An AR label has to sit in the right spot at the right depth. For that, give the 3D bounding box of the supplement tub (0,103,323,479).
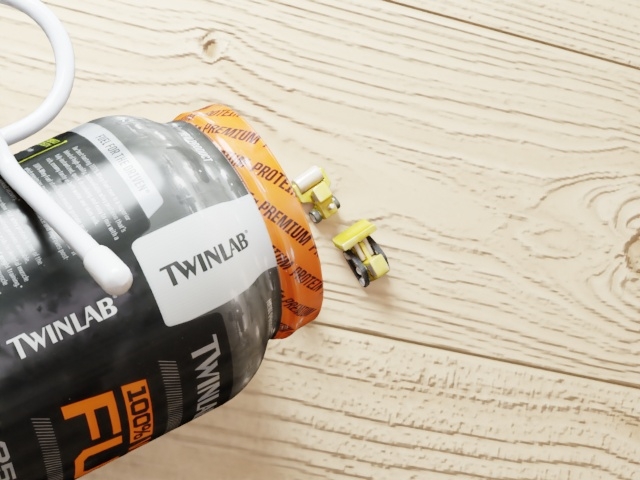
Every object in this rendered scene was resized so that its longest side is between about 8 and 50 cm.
[{"bbox_3d":[-0.181,0.051,1.139,0.338,0.207,0.207,-26,96,-20],"label":"supplement tub"}]

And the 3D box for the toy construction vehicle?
[{"bbox_3d":[0.000,0.000,1.301,0.086,0.035,0.098,-31,98,-20],"label":"toy construction vehicle"}]

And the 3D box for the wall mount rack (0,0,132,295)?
[{"bbox_3d":[-0.276,-0.038,1.013,0.350,0.130,0.304,-26,76,-19],"label":"wall mount rack"}]
